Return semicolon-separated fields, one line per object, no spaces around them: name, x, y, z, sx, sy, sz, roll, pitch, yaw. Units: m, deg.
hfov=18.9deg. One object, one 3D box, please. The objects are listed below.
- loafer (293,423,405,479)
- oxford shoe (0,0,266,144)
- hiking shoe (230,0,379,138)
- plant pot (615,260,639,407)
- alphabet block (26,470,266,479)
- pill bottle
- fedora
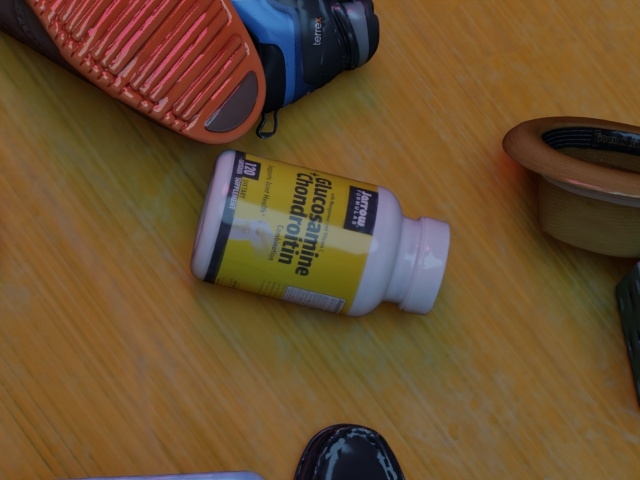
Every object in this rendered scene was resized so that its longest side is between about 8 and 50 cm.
loafer;0.029;0.279;1.398;0.109;0.095;0.302;4;76;-9
oxford shoe;-0.194;-0.198;1.459;0.363;0.133;0.130;42;69;-1
hiking shoe;-0.086;-0.236;1.493;0.132;0.113;0.304;-37;85;-16
plant pot;0.357;0.055;1.479;0.234;0.165;0.166;-8;78;-3
alphabet block;-0.137;0.264;1.322;0.193;0.197;0.192;0;76;-10
pill bottle;0.000;0.000;1.457;0.184;0.103;0.103;13;75;-6
fedora;0.230;-0.037;1.498;0.194;0.194;0.079;8;110;-8
